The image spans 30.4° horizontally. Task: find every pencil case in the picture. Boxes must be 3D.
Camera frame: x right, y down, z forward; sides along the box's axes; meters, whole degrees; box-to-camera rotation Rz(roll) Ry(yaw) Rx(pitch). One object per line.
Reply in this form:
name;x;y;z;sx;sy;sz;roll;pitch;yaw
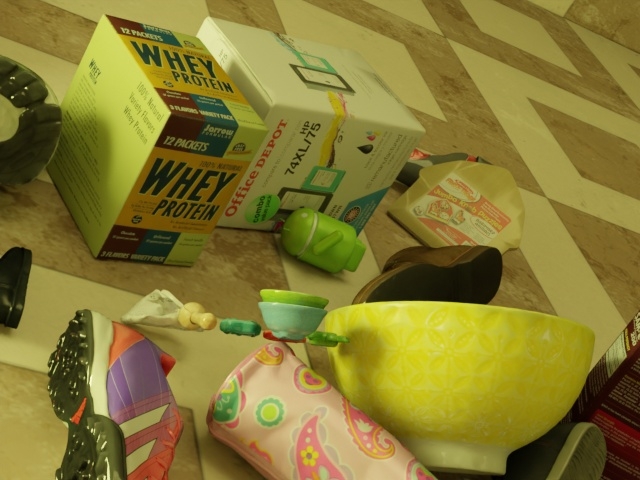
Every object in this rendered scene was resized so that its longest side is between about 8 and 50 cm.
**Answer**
pencil case;0.021;0.223;1.104;0.284;0.124;0.124;42;28;16

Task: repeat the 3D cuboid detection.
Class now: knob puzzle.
knob puzzle;0.224;-0.044;1.793;0.213;0.030;0.213;2;59;-4

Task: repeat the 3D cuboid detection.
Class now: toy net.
toy net;-0.091;0.074;1.195;0.232;0.045;0.122;3;-8;24

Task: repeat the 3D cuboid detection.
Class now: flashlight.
flashlight;0.134;-0.144;1.872;0.304;0.103;0.103;30;27;-5

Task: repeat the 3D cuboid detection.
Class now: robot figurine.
robot figurine;0.000;0.000;1.520;0.115;0.067;0.101;23;10;-17

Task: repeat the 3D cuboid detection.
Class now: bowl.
bowl;0.142;0.167;1.253;0.289;0.289;0.156;13;75;-34

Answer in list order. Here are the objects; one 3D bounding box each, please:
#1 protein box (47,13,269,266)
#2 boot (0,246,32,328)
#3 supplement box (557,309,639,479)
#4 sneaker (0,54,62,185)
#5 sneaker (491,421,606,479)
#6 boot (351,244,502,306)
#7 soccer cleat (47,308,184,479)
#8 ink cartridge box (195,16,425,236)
protein box;-0.196;-0.112;1.351;0.136;0.201;0.200;6;36;-41
boot;-0.333;0.035;1.134;0.099;0.045;0.121;18;30;-19
supplement box;0.356;0.207;1.352;0.130;0.239;0.073;30;26;-4
sneaker;-0.466;-0.183;1.311;0.410;0.158;0.182;31;-2;-1
sneaker;0.214;0.284;1.271;0.222;0.118;0.083;-44;115;-39
boot;0.115;0.066;1.535;0.115;0.112;0.305;12;18;35
soccer cleat;-0.162;0.181;1.001;0.116;0.109;0.318;23;25;-27
ink cartridge box;-0.048;-0.144;1.570;0.270;0.198;0.197;4;38;-42
